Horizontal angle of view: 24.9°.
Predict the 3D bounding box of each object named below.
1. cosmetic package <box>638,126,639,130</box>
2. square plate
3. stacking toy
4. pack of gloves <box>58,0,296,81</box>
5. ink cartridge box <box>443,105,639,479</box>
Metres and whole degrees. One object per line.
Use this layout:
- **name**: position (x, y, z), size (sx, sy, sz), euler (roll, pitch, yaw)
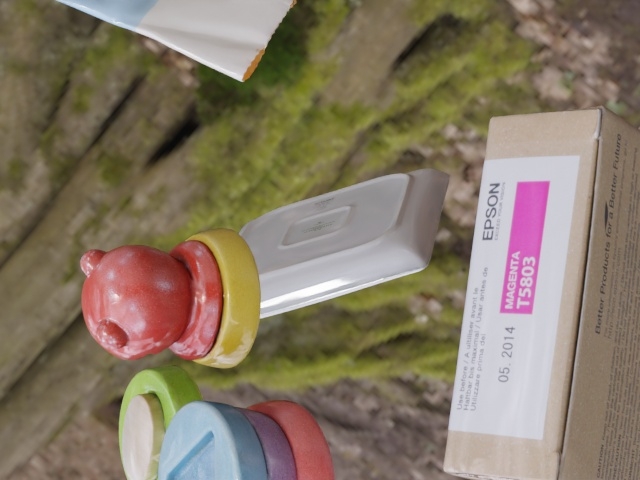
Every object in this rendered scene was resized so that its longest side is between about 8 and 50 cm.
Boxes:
- **cosmetic package**: position (0.350, -0.080, 1.226), size (0.127, 0.238, 0.107), euler (53, 131, 1)
- **square plate**: position (0.000, 0.000, 2.034), size (0.344, 0.347, 0.049), euler (-68, -41, -64)
- **stacking toy**: position (-0.132, 0.171, 1.207), size (0.130, 0.279, 0.309), euler (1, -133, -33)
- **pack of gloves**: position (-0.108, -0.227, 1.105), size (0.232, 0.195, 0.046), euler (25, 156, 15)
- **ink cartridge box**: position (0.178, 0.052, 0.943), size (0.088, 0.234, 0.193), euler (1, 166, 40)
